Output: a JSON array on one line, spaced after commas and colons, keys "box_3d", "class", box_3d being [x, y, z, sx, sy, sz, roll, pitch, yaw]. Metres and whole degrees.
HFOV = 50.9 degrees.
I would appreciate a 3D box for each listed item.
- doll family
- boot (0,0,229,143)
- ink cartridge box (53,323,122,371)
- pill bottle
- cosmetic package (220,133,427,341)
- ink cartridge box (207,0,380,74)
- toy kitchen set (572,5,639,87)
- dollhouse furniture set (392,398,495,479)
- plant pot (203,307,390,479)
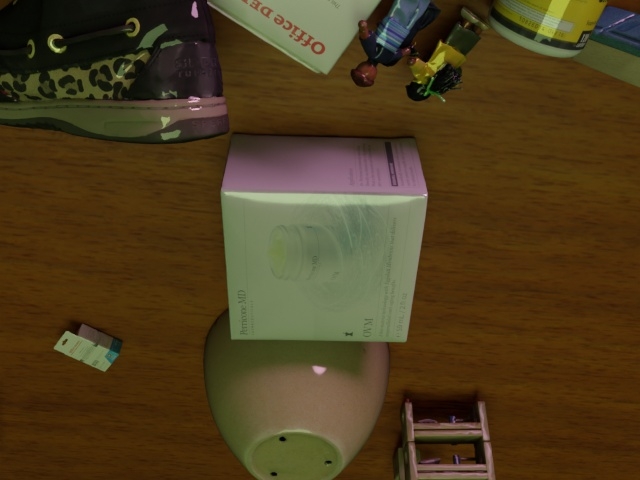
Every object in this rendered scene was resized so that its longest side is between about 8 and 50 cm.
[{"box_3d": [0.098, -0.194, 0.678, 0.193, 0.076, 0.111, 16, 123, -40], "class": "doll family"}, {"box_3d": [-0.249, -0.248, 0.621, 0.378, 0.138, 0.284, 14, 111, 26], "class": "boot"}, {"box_3d": [-0.344, 0.156, 0.998, 0.083, 0.028, 0.048, 31, 120, -22], "class": "ink cartridge box"}, {"box_3d": [0.239, -0.276, 0.635, 0.103, 0.103, 0.184, 12, 126, -9], "class": "pill bottle"}, {"box_3d": [0.000, 0.000, 0.820, 0.225, 0.138, 0.224, 1, 127, 0], "class": "cosmetic package"}, {"box_3d": [0.001, -0.289, 0.630, 0.154, 0.093, 0.212, 29, 120, -19], "class": "ink cartridge box"}, {"box_3d": [0.360, -0.276, 0.653, 0.207, 0.122, 0.166, -27, 124, -6], "class": "toy kitchen set"}, {"box_3d": [0.194, 0.348, 1.110, 0.130, 0.128, 0.183, 0, 151, -1], "class": "dollhouse furniture set"}, {"box_3d": [-0.034, 0.236, 0.963, 0.284, 0.190, 0.284, -1, 127, -1], "class": "plant pot"}]
